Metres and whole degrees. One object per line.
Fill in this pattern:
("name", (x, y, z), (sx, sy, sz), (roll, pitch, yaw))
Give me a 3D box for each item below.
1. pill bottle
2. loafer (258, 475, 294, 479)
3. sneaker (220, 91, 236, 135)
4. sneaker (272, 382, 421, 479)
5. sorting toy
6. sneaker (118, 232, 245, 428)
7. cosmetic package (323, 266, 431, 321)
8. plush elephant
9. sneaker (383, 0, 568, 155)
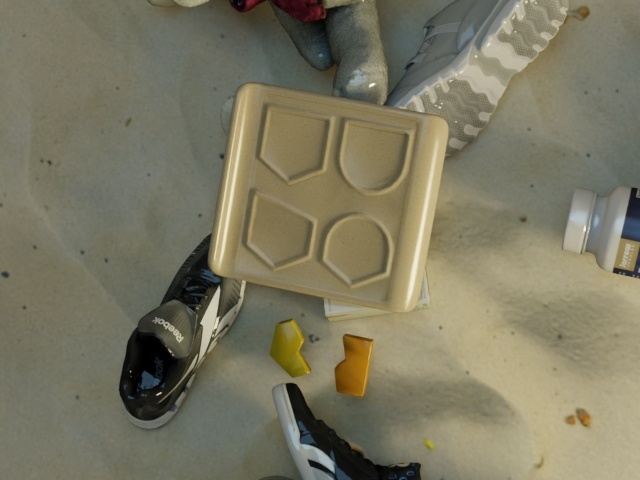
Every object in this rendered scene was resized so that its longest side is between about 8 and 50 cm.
("pill bottle", (0.345, -0.005, 1.685), (0.169, 0.094, 0.094), (12, 78, 10))
("loafer", (-0.068, 0.374, 1.644), (0.102, 0.092, 0.269), (3, 77, 8))
("sneaker", (-0.008, -0.083, 1.761), (0.237, 0.085, 0.086), (46, 41, 5))
("sneaker", (0.039, 0.234, 1.679), (0.121, 0.079, 0.217), (-23, 83, -2))
("sorting toy", (0.000, 0.000, 1.697), (0.229, 0.041, 0.307), (11, 98, 8))
("sneaker", (-0.149, 0.091, 1.717), (0.078, 0.106, 0.234), (26, 81, 12))
("cosmetic package", (0.060, 0.050, 1.734), (0.115, 0.041, 0.060), (-9, 76, 5))
("plush elephant", (-0.070, -0.319, 1.730), (0.255, 0.272, 0.330), (-4, 43, -5))
("sneaker", (0.148, -0.192, 1.773), (0.281, 0.105, 0.115), (-44, 41, -1))
